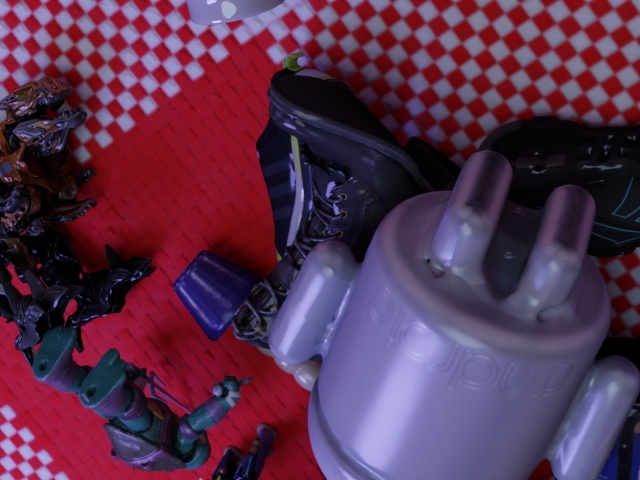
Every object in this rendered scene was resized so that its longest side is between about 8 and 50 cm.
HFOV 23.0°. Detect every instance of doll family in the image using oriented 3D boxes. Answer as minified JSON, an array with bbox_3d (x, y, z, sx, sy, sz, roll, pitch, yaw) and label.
[{"bbox_3d":[-0.090,0.270,1.567,0.076,0.111,0.193,11,117,15],"label":"doll family"}]

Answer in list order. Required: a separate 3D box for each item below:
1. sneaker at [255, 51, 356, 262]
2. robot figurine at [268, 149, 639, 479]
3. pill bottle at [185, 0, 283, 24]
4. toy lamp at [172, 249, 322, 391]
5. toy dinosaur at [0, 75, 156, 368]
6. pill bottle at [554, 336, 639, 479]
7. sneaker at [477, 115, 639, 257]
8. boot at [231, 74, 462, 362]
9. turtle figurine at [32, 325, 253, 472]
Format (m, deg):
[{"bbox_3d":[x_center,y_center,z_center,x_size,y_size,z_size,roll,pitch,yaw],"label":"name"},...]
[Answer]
[{"bbox_3d":[-0.011,-0.060,1.420,0.097,0.084,0.235,39,135,41],"label":"sneaker"},{"bbox_3d":[0.107,0.101,1.293,0.300,0.200,0.353,24,125,6],"label":"robot figurine"},{"bbox_3d":[-0.093,-0.293,1.300,0.117,0.117,0.215,-5,112,22],"label":"pill bottle"},{"bbox_3d":[-0.022,0.113,1.491,0.274,0.080,0.080,39,121,-3],"label":"toy lamp"},{"bbox_3d":[-0.293,-0.001,1.523,0.218,0.164,0.322,42,140,14],"label":"toy dinosaur"},{"bbox_3d":[0.270,0.208,1.400,0.122,0.123,0.219,8,117,17],"label":"pill bottle"},{"bbox_3d":[0.267,-0.045,1.312,0.267,0.101,0.106,4,130,25],"label":"sneaker"},{"bbox_3d":[0.000,0.000,1.338,0.263,0.091,0.229,29,108,-39],"label":"boot"},{"bbox_3d":[-0.155,0.158,1.475,0.175,0.118,0.234,-1,157,35],"label":"turtle figurine"}]
